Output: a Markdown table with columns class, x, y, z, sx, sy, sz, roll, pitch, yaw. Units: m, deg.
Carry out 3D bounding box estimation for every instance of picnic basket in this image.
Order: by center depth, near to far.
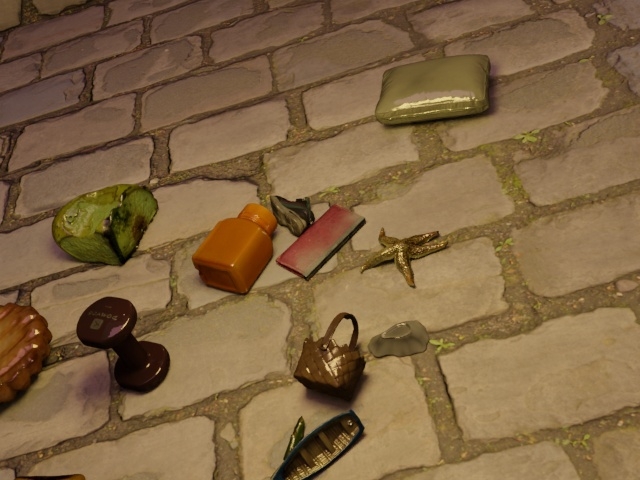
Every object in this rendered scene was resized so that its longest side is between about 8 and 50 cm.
| class | x | y | z | sx | sy | sz | roll | pitch | yaw |
| --- | --- | --- | --- | --- | --- | --- | --- | --- | --- |
| picnic basket | 0.031 | 0.240 | 1.718 | 0.137 | 0.128 | 0.178 | 12 | 69 | 27 |

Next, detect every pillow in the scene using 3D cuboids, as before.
| class | x | y | z | sx | sy | sz | roll | pitch | yaw |
| --- | --- | --- | --- | --- | --- | --- | --- | --- | --- |
| pillow | 0.325 | -0.434 | 2.302 | 0.322 | 0.120 | 0.255 | -6 | 43 | 19 |

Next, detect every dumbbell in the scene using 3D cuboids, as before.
| class | x | y | z | sx | sy | sz | roll | pitch | yaw |
| --- | --- | --- | --- | --- | --- | --- | --- | --- | --- |
| dumbbell | -0.447 | 0.238 | 1.830 | 0.140 | 0.225 | 0.124 | 5 | 51 | 27 |

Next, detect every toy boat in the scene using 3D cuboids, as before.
| class | x | y | z | sx | sy | sz | roll | pitch | yaw |
| --- | --- | --- | --- | --- | --- | --- | --- | --- | --- |
| toy boat | -0.015 | 0.424 | 1.602 | 0.229 | 0.080 | 0.046 | -37 | 11 | -13 |

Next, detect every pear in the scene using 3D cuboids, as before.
| class | x | y | z | sx | sy | sz | roll | pitch | yaw |
| --- | --- | --- | --- | --- | --- | --- | --- | --- | --- |
| pear | -0.624 | -0.067 | 2.262 | 0.255 | 0.164 | 0.238 | 3 | 50 | 25 |

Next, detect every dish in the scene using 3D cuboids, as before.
| class | x | y | z | sx | sy | sz | roll | pitch | yaw |
| --- | --- | --- | --- | --- | --- | --- | --- | --- | --- |
| dish | 0.167 | 0.212 | 1.762 | 0.137 | 0.039 | 0.091 | -15 | 43 | 4 |

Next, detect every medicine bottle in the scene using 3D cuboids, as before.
| class | x | y | z | sx | sy | sz | roll | pitch | yaw |
| --- | --- | --- | --- | --- | --- | --- | --- | --- | --- |
| medicine bottle | -0.207 | 0.015 | 2.050 | 0.149 | 0.112 | 0.222 | 12 | 51 | 31 |

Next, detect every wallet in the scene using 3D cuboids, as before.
| class | x | y | z | sx | sy | sz | roll | pitch | yaw |
| --- | --- | --- | --- | --- | --- | --- | --- | --- | --- |
| wallet | 0.000 | 0.000 | 2.052 | 0.119 | 0.025 | 0.232 | 26 | 60 | 38 |

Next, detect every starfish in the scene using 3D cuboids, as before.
| class | x | y | z | sx | sy | sz | roll | pitch | yaw |
| --- | --- | --- | --- | --- | --- | --- | --- | --- | --- |
| starfish | 0.198 | 0.031 | 1.939 | 0.223 | 0.050 | 0.217 | -25 | 50 | 3 |

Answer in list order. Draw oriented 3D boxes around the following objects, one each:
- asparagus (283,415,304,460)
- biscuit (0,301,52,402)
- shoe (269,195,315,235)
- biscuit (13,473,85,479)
| class | x | y | z | sx | sy | sz | roll | pitch | yaw |
| --- | --- | --- | --- | --- | --- | --- | --- | --- | --- |
| asparagus | -0.051 | 0.412 | 1.654 | 0.025 | 0.021 | 0.108 | 5 | 48 | 19 |
| biscuit | -0.823 | 0.299 | 2.004 | 0.325 | 0.107 | 0.326 | -9 | 42 | 8 |
| shoe | -0.065 | -0.082 | 2.133 | 0.099 | 0.071 | 0.169 | -28 | 41 | -19 |
| biscuit | -0.601 | 0.576 | 1.685 | 0.174 | 0.039 | 0.183 | -3 | 46 | 15 |
